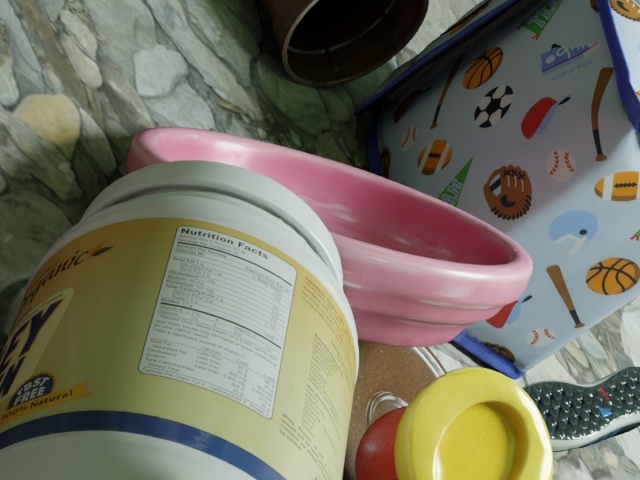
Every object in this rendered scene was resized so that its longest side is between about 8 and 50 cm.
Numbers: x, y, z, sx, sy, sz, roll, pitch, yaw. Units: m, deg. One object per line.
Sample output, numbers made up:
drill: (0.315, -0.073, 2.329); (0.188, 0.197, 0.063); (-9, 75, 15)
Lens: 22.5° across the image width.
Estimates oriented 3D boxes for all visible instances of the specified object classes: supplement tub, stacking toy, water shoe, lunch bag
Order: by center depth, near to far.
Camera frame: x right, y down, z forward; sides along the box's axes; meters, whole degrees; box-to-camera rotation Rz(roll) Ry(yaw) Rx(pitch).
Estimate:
supplement tub: (-0.095, 0.115, 0.998); (0.228, 0.228, 0.316); (40, 31, -21)
stacking toy: (0.078, 0.278, 1.110); (0.279, 0.130, 0.309); (48, 59, -11)
water shoe: (0.252, 0.181, 1.585); (0.203, 0.080, 0.073); (-7, 57, -29)
lunch bag: (0.214, -0.121, 1.602); (0.239, 0.328, 0.385); (34, 35, -32)

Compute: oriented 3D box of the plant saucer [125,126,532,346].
plant saucer: (0.000, 0.000, 1.278); (0.332, 0.084, 0.332); (17, 12, -4)

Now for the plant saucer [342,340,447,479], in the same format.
plant saucer: (0.049, 0.169, 1.285); (0.310, 0.050, 0.311); (37, 38, -36)

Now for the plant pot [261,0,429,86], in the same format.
plant pot: (0.000, -0.274, 1.645); (0.167, 0.167, 0.165); (9, 43, -51)
